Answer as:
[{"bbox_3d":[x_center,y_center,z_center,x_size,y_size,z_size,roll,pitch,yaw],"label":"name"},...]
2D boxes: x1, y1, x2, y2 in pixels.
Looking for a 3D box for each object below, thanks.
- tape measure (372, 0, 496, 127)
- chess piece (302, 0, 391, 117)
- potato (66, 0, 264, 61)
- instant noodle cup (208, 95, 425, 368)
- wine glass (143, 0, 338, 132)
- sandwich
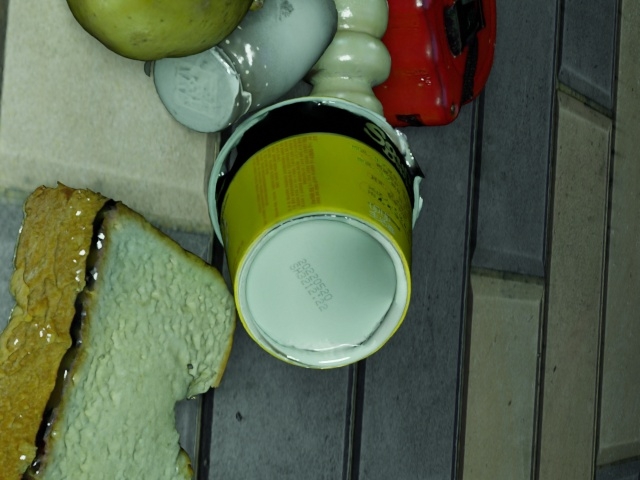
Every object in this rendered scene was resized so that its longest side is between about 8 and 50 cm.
[{"bbox_3d":[0.131,-0.280,1.595,0.260,0.114,0.253,-50,134,-48],"label":"tape measure"},{"bbox_3d":[0.025,-0.171,1.409,0.133,0.133,0.243,22,67,-59],"label":"chess piece"},{"bbox_3d":[-0.124,-0.253,1.096,0.228,0.148,0.197,-21,104,-54],"label":"potato"},{"bbox_3d":[0.000,0.000,1.191,0.236,0.215,0.216,-97,176,-67],"label":"instant noodle cup"},{"bbox_3d":[-0.067,-0.184,1.245,0.204,0.111,0.111,-43,128,-48],"label":"wine glass"},{"bbox_3d":[-0.175,0.119,1.088,0.249,0.095,0.273,40,58,-55],"label":"sandwich"}]
